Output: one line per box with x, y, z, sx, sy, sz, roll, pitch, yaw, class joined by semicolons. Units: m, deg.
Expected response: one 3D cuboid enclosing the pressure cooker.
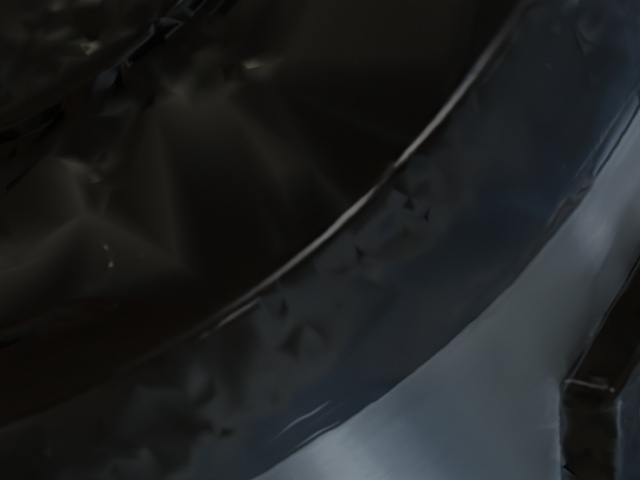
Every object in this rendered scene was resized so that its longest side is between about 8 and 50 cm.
-0.004;-0.003;0.635;0.420;0.370;0.375;53;14;-51;pressure cooker
